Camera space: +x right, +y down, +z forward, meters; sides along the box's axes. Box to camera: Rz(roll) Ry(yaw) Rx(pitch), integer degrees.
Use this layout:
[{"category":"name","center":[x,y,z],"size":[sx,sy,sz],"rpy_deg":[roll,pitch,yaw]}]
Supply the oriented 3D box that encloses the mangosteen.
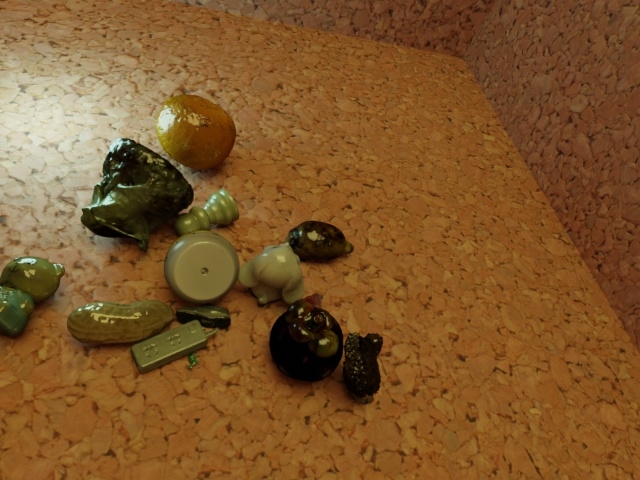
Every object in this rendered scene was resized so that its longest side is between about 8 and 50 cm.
[{"category":"mangosteen","center":[-0.035,0.340,1.581],"size":[0.233,0.287,0.287],"rpy_deg":[19,45,-35]}]

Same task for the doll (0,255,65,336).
[{"category":"doll","center":[-0.950,0.162,1.454],"size":[0.177,0.161,0.260],"rpy_deg":[8,49,14]}]

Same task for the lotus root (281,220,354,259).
[{"category":"lotus root","center":[0.000,0.000,1.953],"size":[0.314,0.141,0.169],"rpy_deg":[8,55,-17]}]

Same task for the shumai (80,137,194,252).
[{"category":"shumai","center":[-0.708,-0.154,1.702],"size":[0.395,0.395,0.348],"rpy_deg":[35,70,8]}]

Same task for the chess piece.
[{"category":"chess piece","center":[-0.470,-0.091,1.861],"size":[0.251,0.144,0.144],"rpy_deg":[-34,70,-31]}]

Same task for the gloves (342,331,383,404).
[{"category":"gloves","center":[0.142,0.429,1.576],"size":[0.135,0.312,0.210],"rpy_deg":[3,60,5]}]

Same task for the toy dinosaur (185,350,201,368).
[{"category":"toy dinosaur","center":[-0.439,0.399,1.554],"size":[0.083,0.021,0.062],"rpy_deg":[24,41,19]}]

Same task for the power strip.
[{"category":"power strip","center":[-0.480,0.345,1.549],"size":[0.288,0.053,0.093],"rpy_deg":[-21,57,-28]}]

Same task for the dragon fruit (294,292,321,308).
[{"category":"dragon fruit","center":[-0.048,0.274,1.755],"size":[0.147,0.102,0.096],"rpy_deg":[-21,66,-38]}]

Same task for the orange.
[{"category":"orange","center":[-0.544,-0.464,2.005],"size":[0.341,0.293,0.340],"rpy_deg":[27,23,-12]}]

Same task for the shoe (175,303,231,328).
[{"category":"shoe","center":[-0.416,0.262,1.645],"size":[0.195,0.074,0.077],"rpy_deg":[11,39,-16]}]

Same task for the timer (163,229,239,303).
[{"category":"timer","center":[-0.439,0.086,1.686],"size":[0.285,0.285,0.285],"rpy_deg":[10,51,-13]}]

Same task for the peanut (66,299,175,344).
[{"category":"peanut","center":[-0.646,0.263,1.510],"size":[0.325,0.140,0.153],"rpy_deg":[-3,12,-31]}]

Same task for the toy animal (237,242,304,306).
[{"category":"toy animal","center":[-0.186,0.130,1.717],"size":[0.249,0.289,0.174],"rpy_deg":[4,51,8]}]
